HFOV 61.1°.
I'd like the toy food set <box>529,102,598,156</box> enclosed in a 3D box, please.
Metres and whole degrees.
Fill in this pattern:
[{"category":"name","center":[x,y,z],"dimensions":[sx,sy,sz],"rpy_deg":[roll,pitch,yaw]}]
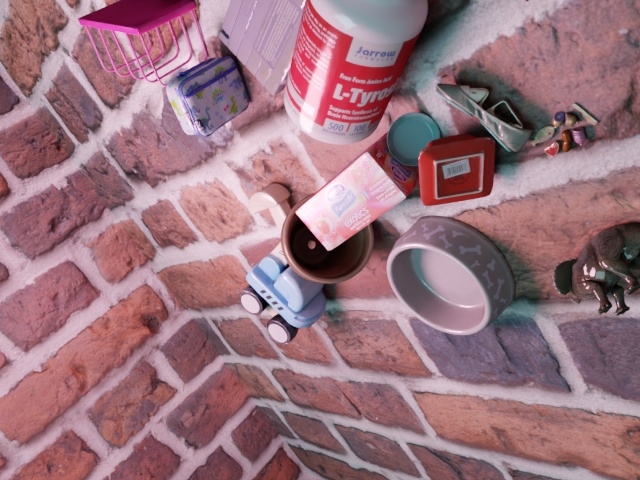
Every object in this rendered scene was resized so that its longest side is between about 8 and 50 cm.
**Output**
[{"category":"toy food set","center":[0.461,-0.200,1.033],"dimensions":[0.078,0.019,0.122],"rpy_deg":[43,147,7]}]

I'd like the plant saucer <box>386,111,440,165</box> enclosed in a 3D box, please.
[{"category":"plant saucer","center":[0.211,-0.231,1.235],"dimensions":[0.119,0.021,0.119],"rpy_deg":[2,103,7]}]

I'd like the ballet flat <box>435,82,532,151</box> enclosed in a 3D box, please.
[{"category":"ballet flat","center":[0.330,-0.265,1.087],"dimensions":[0.213,0.072,0.068],"rpy_deg":[42,120,7]}]

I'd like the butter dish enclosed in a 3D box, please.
[{"category":"butter dish","center":[0.288,-0.172,1.185],"dimensions":[0.160,0.118,0.160],"rpy_deg":[-9,133,4]}]

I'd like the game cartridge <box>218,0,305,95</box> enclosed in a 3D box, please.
[{"category":"game cartridge","center":[-0.112,-0.536,1.301],"dimensions":[0.230,0.068,0.355],"rpy_deg":[44,147,-2]}]

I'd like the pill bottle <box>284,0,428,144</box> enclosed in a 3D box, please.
[{"category":"pill bottle","center":[0.070,-0.403,1.073],"dimensions":[0.229,0.229,0.407],"rpy_deg":[40,147,11]}]

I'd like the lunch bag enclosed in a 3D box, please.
[{"category":"lunch bag","center":[-0.311,-0.406,1.515],"dimensions":[0.090,0.219,0.176],"rpy_deg":[14,134,39]}]

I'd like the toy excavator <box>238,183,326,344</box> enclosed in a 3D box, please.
[{"category":"toy excavator","center":[-0.116,0.075,1.858],"dimensions":[0.433,0.222,0.445],"rpy_deg":[45,134,4]}]

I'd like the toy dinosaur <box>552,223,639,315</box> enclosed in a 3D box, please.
[{"category":"toy dinosaur","center":[0.570,0.045,1.072],"dimensions":[0.160,0.121,0.313],"rpy_deg":[65,146,38]}]

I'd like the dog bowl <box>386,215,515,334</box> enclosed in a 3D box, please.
[{"category":"dog bowl","center":[0.328,0.105,1.436],"dimensions":[0.349,0.102,0.348],"rpy_deg":[29,143,24]}]

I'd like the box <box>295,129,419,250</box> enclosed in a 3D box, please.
[{"category":"box","center":[0.097,-0.120,1.357],"dimensions":[0.142,0.154,0.300],"rpy_deg":[48,135,-5]}]

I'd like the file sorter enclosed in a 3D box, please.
[{"category":"file sorter","center":[-0.504,-0.578,1.572],"dimensions":[0.291,0.202,0.182],"rpy_deg":[22,141,34]}]

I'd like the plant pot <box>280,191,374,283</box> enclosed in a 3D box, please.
[{"category":"plant pot","center":[0.000,0.000,1.606],"dimensions":[0.263,0.263,0.229],"rpy_deg":[50,166,-5]}]
